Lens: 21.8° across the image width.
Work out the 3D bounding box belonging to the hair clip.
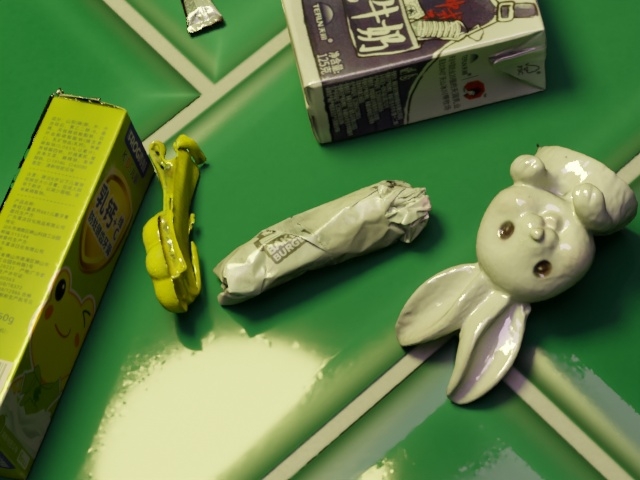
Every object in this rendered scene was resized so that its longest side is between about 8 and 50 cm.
[{"bbox_3d":[-0.130,-0.014,1.457,0.046,0.072,0.173,-11,56,13],"label":"hair clip"}]

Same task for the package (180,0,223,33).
[{"bbox_3d":[-0.126,-0.249,1.614,0.037,0.015,0.110,-19,62,-2],"label":"package"}]

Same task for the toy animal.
[{"bbox_3d":[0.157,0.022,1.363,0.104,0.131,0.221,39,76,10],"label":"toy animal"}]

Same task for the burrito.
[{"bbox_3d":[-0.001,0.000,1.435,0.203,0.064,0.064,-22,61,-2],"label":"burrito"}]

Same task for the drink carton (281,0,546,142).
[{"bbox_3d":[0.085,-0.188,1.502,0.222,0.102,0.134,-13,58,0],"label":"drink carton"}]

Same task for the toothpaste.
[{"bbox_3d":[-0.242,0.038,1.424,0.077,0.110,0.327,12,64,17],"label":"toothpaste"}]
